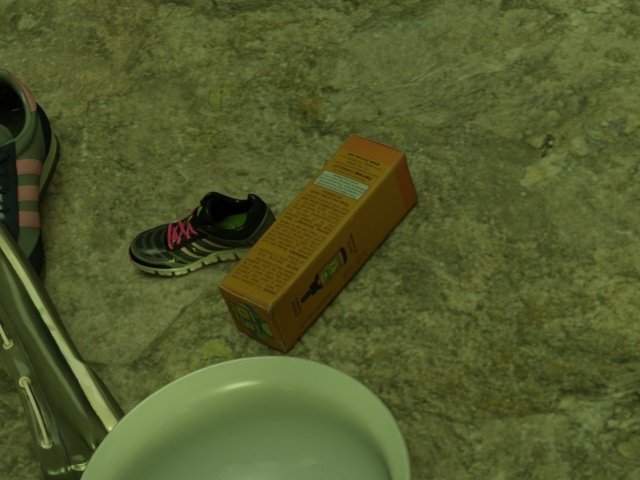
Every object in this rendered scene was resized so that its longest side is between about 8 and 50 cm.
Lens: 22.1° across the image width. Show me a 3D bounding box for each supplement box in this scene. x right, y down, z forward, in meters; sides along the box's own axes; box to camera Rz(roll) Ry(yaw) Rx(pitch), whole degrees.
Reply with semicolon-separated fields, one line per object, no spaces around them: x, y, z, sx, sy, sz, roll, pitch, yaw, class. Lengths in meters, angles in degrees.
0.000;0.000;1.668;0.080;0.078;0.233;21;57;32;supplement box

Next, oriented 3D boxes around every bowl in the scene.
-0.055;0.254;1.415;0.297;0.134;0.298;-9;47;10;bowl

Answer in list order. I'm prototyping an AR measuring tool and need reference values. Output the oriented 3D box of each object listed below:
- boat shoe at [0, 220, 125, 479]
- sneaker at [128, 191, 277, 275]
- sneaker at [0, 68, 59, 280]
-0.300;0.095;1.619;0.095;0.112;0.335;-34;64;-5;boat shoe
-0.124;-0.013;1.720;0.170;0.075;0.063;-9;47;10;sneaker
-0.363;-0.052;1.792;0.112;0.131;0.319;-10;47;7;sneaker
